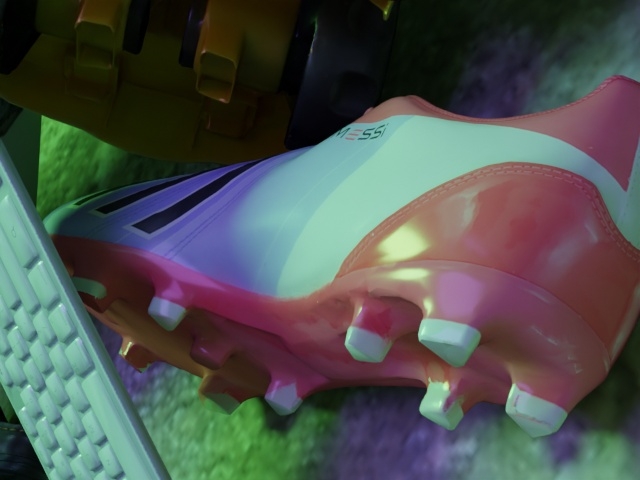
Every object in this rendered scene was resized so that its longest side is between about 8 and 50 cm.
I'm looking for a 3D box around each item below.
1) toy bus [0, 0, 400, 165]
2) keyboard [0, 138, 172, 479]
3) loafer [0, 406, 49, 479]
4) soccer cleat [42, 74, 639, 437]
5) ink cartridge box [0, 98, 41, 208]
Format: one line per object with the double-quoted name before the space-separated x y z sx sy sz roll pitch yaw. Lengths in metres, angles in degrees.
"toy bus" -0.029 -0.156 0.496 0.220 0.149 0.211 109 173 -61
"keyboard" -0.084 0.034 0.471 0.256 0.014 0.072 62 150 8
"loafer" -0.153 0.079 0.626 0.170 0.062 0.061 -9 57 47
"soccer cleat" 0.000 0.000 0.475 0.248 0.083 0.095 1 54 52
"ink cartridge box" -0.222 -0.124 0.581 0.131 0.226 0.306 -61 -16 -56
